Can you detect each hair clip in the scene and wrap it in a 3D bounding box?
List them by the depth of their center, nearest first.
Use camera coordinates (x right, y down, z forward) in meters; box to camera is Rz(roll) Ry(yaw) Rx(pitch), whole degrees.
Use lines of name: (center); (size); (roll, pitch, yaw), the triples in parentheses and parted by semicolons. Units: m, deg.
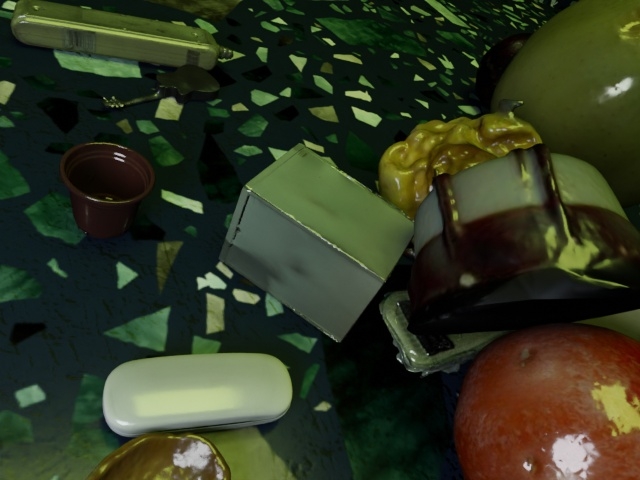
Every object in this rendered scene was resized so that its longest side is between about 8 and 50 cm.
hair clip: (0.228, 0.108, 0.730); (0.321, 0.091, 0.138); (-15, 65, -23)

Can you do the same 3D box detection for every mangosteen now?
mangosteen: (0.554, -0.431, 1.332); (0.228, 0.228, 0.265); (-19, 74, -39)

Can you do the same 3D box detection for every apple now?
apple: (0.615, -0.289, 1.038); (0.473, 0.474, 0.474); (15, 44, -14)

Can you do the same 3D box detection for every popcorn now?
popcorn: (0.274, -0.107, 0.843); (0.297, 0.281, 0.316); (26, 26, 24)

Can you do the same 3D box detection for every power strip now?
power strip: (-0.356, -0.381, 0.921); (0.387, 0.066, 0.092); (-1, 48, -25)

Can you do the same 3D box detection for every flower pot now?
flower pot: (-0.274, -0.057, 0.623); (0.111, 0.089, 0.111); (15, 45, -15)

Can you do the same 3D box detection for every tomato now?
tomato: (0.288, 0.217, 0.533); (0.264, 0.265, 0.265); (15, 44, -14)

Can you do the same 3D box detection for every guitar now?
guitar: (-0.285, -0.269, 0.872); (0.088, 0.025, 0.233); (43, 44, 14)

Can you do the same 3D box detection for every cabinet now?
cabinet: (0.000, 0.000, 0.669); (0.206, 0.145, 0.150); (34, 42, 6)

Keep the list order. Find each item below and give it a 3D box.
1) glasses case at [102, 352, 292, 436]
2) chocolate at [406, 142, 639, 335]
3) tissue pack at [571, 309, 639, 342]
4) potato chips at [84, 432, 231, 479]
glasses case: (-0.124, 0.162, 0.517); (0.197, 0.049, 0.076); (3, 48, -25)
chocolate: (0.223, 0.003, 0.568); (0.283, 0.283, 0.186); (1, 72, -27)
tissue pack: (0.536, 0.202, 0.613); (0.205, 0.332, 0.405); (-1, 49, -31)
potato chips: (-0.146, 0.265, 0.405); (0.150, 0.049, 0.202); (12, 42, -24)
